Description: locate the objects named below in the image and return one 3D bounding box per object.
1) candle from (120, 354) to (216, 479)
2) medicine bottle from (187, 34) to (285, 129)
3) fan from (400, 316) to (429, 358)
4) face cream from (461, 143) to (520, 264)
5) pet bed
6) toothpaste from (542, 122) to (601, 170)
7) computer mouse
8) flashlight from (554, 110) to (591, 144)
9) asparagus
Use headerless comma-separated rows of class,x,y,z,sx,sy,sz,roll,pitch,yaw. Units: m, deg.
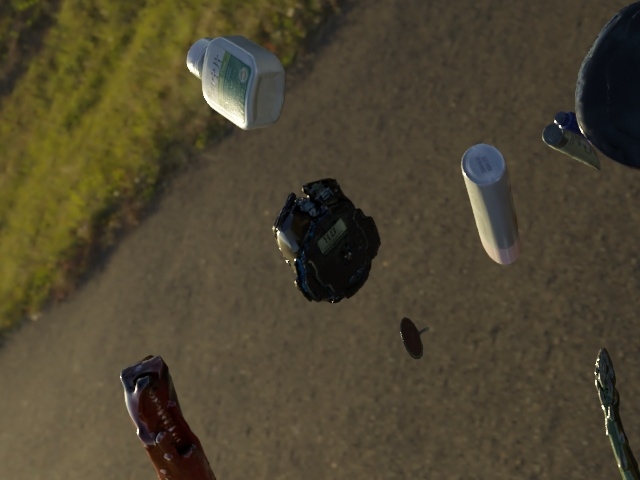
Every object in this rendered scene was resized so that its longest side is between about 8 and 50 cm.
candle,-0.135,0.225,1.253,0.302,0.059,0.084,76,-173,-46
medicine bottle,-0.130,-0.249,1.927,0.183,0.069,0.119,39,130,44
fan,0.184,0.182,2.434,0.005,0.133,0.085,-21,90,27
face cream,0.232,-0.048,1.700,0.057,0.198,0.084,-21,56,4
pet bed,0.376,-0.168,1.409,0.201,0.053,0.201,-8,76,33
toothpaste,0.427,-0.159,2.124,0.039,0.239,0.062,-28,73,24
computer mouse,0.000,0.000,1.768,0.077,0.242,0.146,32,69,36
flashlight,0.398,-0.170,1.907,0.057,0.121,0.035,-20,60,48
asparagus,0.361,0.243,1.501,0.027,0.034,0.236,-17,91,66
